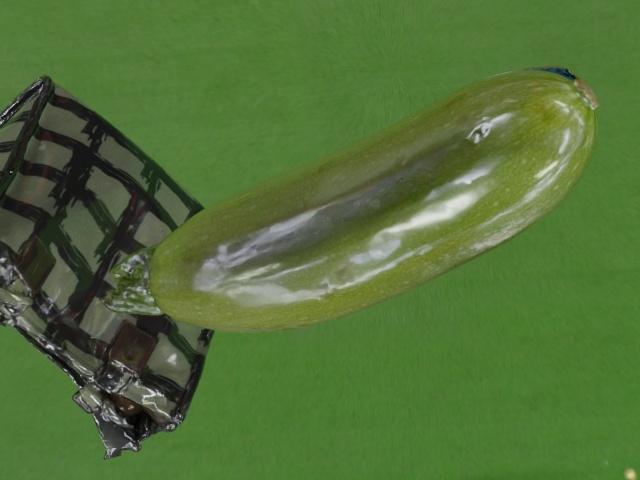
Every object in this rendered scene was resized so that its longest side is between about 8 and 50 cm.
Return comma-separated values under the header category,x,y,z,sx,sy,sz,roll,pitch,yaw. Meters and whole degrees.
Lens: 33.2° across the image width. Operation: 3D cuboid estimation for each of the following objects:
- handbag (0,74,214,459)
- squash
category,x,y,z,sx,sy,sz,roll,pitch,yaw
handbag,-0.250,0.027,1.156,0.162,0.327,0.325,-37,114,24
squash,0.000,0.000,0.597,0.341,0.094,0.094,-22,97,31
